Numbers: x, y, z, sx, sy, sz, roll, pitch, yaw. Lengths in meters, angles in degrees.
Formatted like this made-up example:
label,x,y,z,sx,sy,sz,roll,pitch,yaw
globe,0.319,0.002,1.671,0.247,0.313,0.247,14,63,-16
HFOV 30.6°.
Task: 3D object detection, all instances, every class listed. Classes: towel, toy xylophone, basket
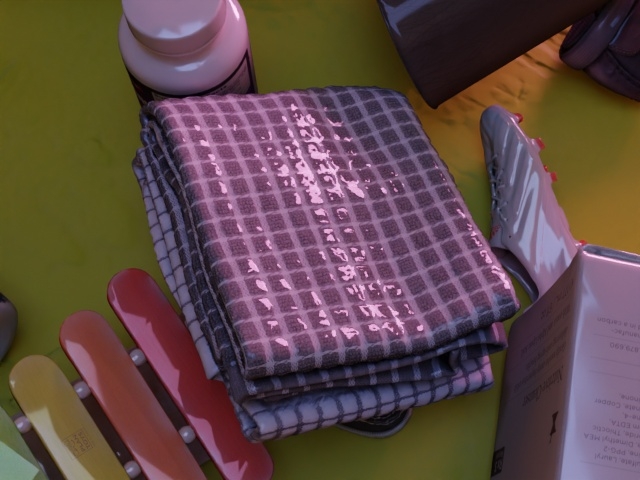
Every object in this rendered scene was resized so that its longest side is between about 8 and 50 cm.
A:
label,x,y,z,sx,sy,sz,roll,pitch,yaw
towel,0.000,0.000,0.913,0.235,0.121,0.284,-7,53,-26
toy xylophone,-0.165,0.183,0.902,0.322,0.081,0.236,-39,82,-24
basket,0.167,-0.243,0.998,0.226,0.154,0.204,-22,55,17

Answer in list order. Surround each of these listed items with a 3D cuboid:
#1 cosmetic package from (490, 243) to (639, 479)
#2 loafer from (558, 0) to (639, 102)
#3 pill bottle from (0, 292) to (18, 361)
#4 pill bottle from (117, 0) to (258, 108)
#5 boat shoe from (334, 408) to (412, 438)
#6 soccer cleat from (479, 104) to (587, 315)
label,x,y,z,sx,sy,sz,roll,pitch,yaw
cosmetic package,0.207,0.227,0.834,0.156,0.217,0.385,13,69,-1
loafer,0.334,-0.261,1.081,0.095,0.109,0.303,36,81,-7
pill bottle,-0.379,0.027,0.970,0.245,0.130,0.130,39,76,14
pill bottle,-0.112,-0.157,0.994,0.108,0.193,0.108,-1,70,1
boat shoe,-0.018,0.078,0.974,0.227,0.069,0.081,39,75,14
soccer cleat,0.171,-0.026,1.010,0.076,0.068,0.196,-21,74,-3
